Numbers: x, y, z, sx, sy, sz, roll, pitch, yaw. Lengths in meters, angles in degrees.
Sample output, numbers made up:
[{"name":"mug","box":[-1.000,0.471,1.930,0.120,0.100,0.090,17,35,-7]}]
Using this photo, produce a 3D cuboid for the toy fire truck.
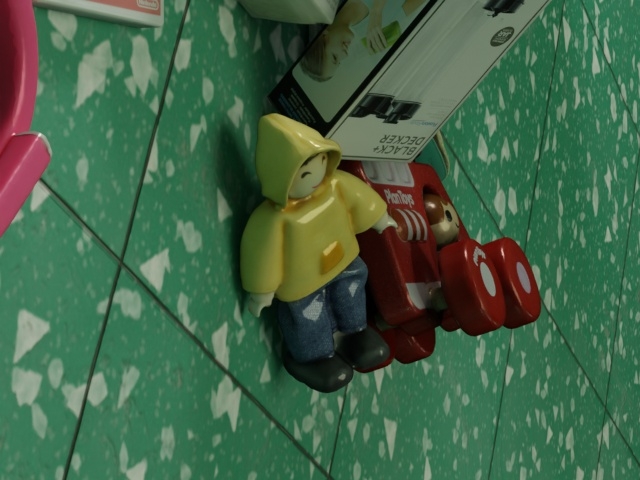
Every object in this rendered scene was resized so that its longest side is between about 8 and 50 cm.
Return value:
[{"name":"toy fire truck","box":[0.103,-0.005,2.029,0.302,0.169,0.254,-2,74,-67]}]

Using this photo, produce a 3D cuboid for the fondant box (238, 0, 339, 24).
[{"name":"fondant box","box":[-0.024,-0.401,1.737,0.238,0.096,0.330,45,57,-58]}]

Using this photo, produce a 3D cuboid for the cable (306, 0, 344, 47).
[{"name":"cable","box":[0.071,-0.282,2.014,0.257,0.089,0.257,-11,100,-66]}]

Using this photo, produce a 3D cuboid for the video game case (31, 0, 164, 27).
[{"name":"video game case","box":[-0.184,-0.323,1.514,0.204,0.025,0.285,-1,90,-66]}]

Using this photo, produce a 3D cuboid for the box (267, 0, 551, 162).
[{"name":"box","box":[0.101,-0.204,1.817,0.169,0.290,0.087,1,48,-51]}]

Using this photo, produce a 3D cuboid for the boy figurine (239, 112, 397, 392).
[{"name":"boy figurine","box":[0.000,0.000,1.802,0.177,0.092,0.285,-27,128,-25]}]

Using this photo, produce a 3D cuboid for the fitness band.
[{"name":"fitness band","box":[-0.268,-0.092,1.286,0.291,0.054,0.209,-65,146,-46]}]

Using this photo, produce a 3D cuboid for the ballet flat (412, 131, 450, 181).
[{"name":"ballet flat","box":[0.110,-0.137,2.169,0.052,0.057,0.168,-105,180,-52]}]
